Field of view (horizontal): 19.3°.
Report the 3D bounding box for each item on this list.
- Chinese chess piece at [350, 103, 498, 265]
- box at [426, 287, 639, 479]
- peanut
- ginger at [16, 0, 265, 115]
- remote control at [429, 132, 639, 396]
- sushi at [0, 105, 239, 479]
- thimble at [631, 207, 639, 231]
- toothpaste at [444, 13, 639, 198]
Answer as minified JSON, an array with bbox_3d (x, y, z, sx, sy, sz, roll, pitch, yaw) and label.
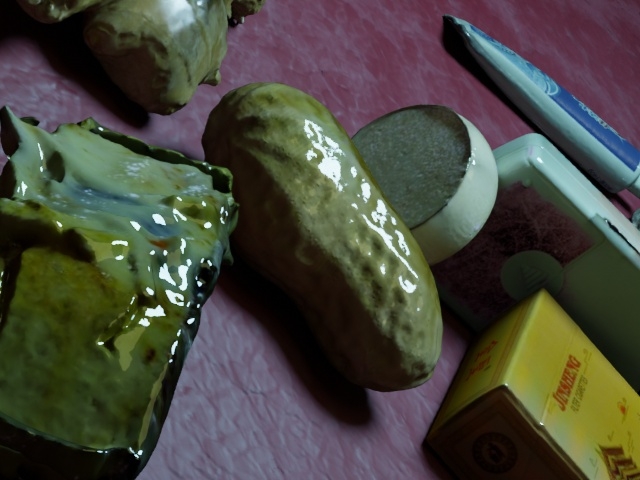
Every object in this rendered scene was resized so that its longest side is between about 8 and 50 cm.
[{"bbox_3d":[0.065,-0.037,1.323,0.051,0.122,0.122,47,21,-45],"label":"Chinese chess piece"},{"bbox_3d":[0.204,0.182,1.313,0.274,0.076,0.174,48,24,-6],"label":"box"},{"bbox_3d":[0.000,0.000,1.205,0.108,0.095,0.226,-31,86,-49],"label":"peanut"},{"bbox_3d":[-0.102,-0.167,1.263,0.148,0.081,0.334,58,26,-2],"label":"ginger"},{"bbox_3d":[0.218,0.072,1.404,0.344,0.145,0.050,44,30,-16],"label":"remote control"},{"bbox_3d":[-0.125,0.028,0.941,0.139,0.131,0.291,23,37,-4],"label":"sushi"},{"bbox_3d":[0.348,-0.009,1.816,0.110,0.062,0.084,26,34,-43],"label":"thimble"},{"bbox_3d":[0.221,-0.124,1.789,0.268,0.047,0.069,38,41,-17],"label":"toothpaste"}]
